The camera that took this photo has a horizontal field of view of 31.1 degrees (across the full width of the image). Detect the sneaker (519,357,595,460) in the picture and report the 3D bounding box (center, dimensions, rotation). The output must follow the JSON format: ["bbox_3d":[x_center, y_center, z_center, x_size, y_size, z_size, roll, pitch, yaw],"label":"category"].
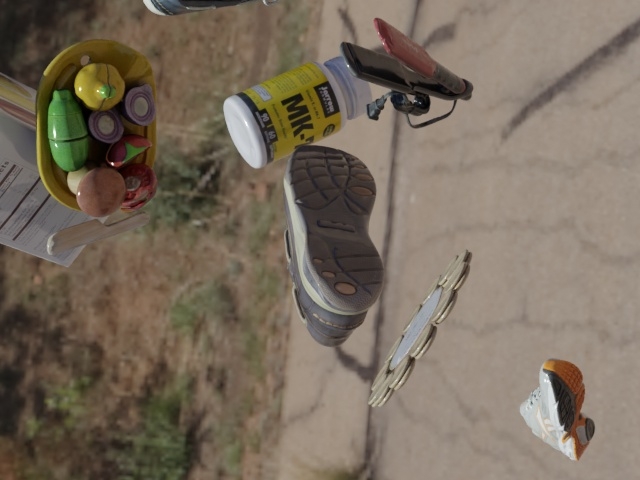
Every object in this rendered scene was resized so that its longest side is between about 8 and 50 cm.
[{"bbox_3d":[0.401,0.294,2.038,0.099,0.121,0.262,-53,-39,-28],"label":"sneaker"}]

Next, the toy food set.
[{"bbox_3d":[-0.208,-0.085,1.139,0.071,0.128,0.218,32,127,50],"label":"toy food set"}]

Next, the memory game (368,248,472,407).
[{"bbox_3d":[0.101,0.089,1.154,0.186,0.012,0.186,-58,1,2],"label":"memory game"}]

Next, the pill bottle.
[{"bbox_3d":[-0.033,-0.204,1.774,0.119,0.208,0.119,54,161,28],"label":"pill bottle"}]

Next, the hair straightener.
[{"bbox_3d":[0.081,-0.157,1.143,0.089,0.230,0.047,-31,72,24],"label":"hair straightener"}]

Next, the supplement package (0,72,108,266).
[{"bbox_3d":[-0.343,-0.091,1.218,0.134,0.244,0.139,-50,53,10],"label":"supplement package"}]

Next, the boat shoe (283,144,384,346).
[{"bbox_3d":[0.000,0.000,1.543,0.355,0.132,0.130,-91,18,-53],"label":"boat shoe"}]

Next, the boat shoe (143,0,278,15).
[{"bbox_3d":[-0.086,-0.321,1.342,0.079,0.254,0.095,18,121,50],"label":"boat shoe"}]
